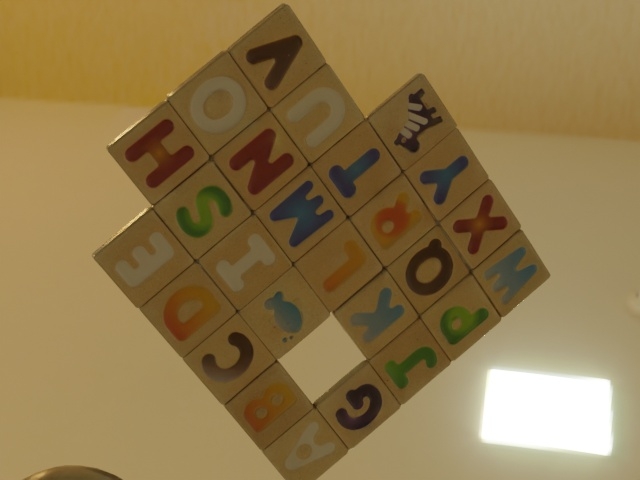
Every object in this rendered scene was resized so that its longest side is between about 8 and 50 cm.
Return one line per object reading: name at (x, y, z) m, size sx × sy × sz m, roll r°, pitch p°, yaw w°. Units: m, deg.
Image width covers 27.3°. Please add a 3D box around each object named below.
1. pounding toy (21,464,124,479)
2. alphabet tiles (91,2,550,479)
pounding toy at (-0.163, 0.071, 0.307) m, size 0.236 × 0.110 × 0.183 m, roll 15°, pitch -147°, yaw 3°
alphabet tiles at (0.000, 0.000, 0.716) m, size 0.198 × 0.237 × 0.009 m, roll -40°, pitch -151°, yaw -6°
